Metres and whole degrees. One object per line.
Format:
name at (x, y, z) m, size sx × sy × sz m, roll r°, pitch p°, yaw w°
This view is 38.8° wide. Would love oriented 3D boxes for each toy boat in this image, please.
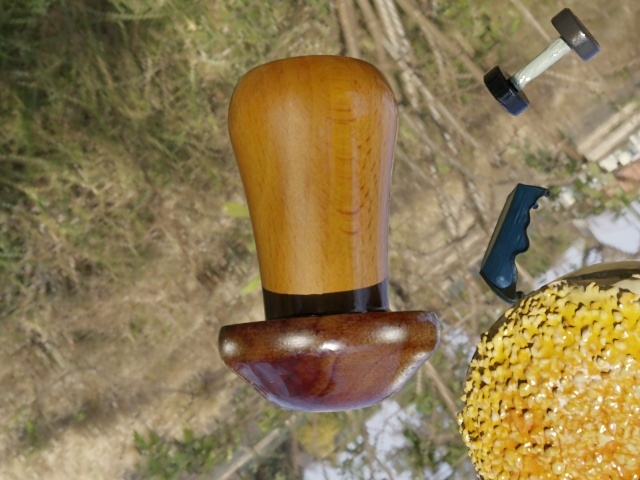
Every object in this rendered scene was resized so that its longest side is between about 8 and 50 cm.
toy boat at (0.290, 0.005, 1.328) m, size 0.075 × 0.077 × 0.185 m, roll 112°, pitch 4°, yaw -65°

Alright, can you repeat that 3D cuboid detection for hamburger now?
hamburger at (0.263, 0.153, 0.774) m, size 0.302 × 0.302 × 0.170 m, roll -40°, pitch 177°, yaw 29°

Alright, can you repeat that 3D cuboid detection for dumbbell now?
dumbbell at (0.391, -0.315, 1.615) m, size 0.191 × 0.100 × 0.100 m, roll -38°, pitch 177°, yaw 24°

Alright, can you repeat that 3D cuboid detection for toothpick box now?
toothpick box at (0.000, 0.000, 0.796) m, size 0.192 × 0.294 × 0.192 m, roll -5°, pitch 171°, yaw -1°
